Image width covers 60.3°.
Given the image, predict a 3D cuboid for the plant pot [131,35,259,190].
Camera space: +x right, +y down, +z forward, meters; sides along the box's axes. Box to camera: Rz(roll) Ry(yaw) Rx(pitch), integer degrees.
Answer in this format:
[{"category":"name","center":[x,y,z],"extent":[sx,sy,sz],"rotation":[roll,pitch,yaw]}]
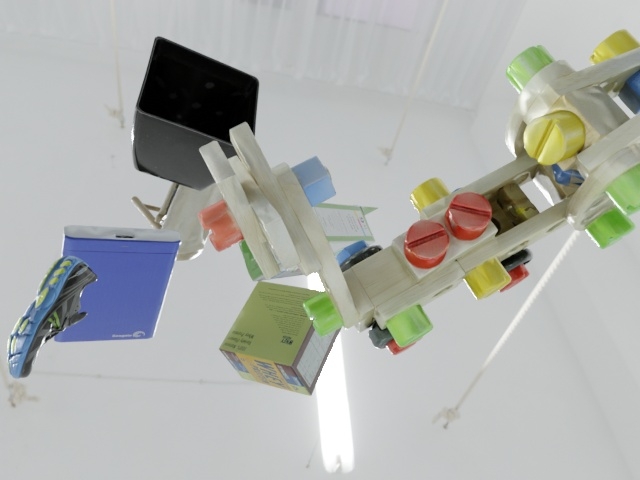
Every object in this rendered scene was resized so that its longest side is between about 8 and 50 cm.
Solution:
[{"category":"plant pot","center":[-0.226,-0.196,0.946],"extent":[0.188,0.167,0.187],"rotation":[17,-129,-23]}]

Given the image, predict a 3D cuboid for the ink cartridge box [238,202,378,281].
[{"category":"ink cartridge box","center":[0.000,0.000,0.756],"extent":[0.209,0.109,0.062],"rotation":[-2,-114,-57]}]

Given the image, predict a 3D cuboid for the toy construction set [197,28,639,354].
[{"category":"toy construction set","center":[0.090,-0.021,0.377],"extent":[0.327,0.215,0.151],"rotation":[-14,-110,-2]}]

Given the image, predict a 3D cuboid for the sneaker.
[{"category":"sneaker","center":[-0.388,0.116,0.804],"extent":[0.067,0.078,0.188],"rotation":[6,-115,44]}]

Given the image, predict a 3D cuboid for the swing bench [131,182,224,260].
[{"category":"swing bench","center":[-0.317,-0.118,1.321],"extent":[0.165,0.253,0.255],"rotation":[13,-153,-38]}]

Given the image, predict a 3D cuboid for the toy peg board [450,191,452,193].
[{"category":"toy peg board","center":[0.339,-0.026,1.330],"extent":[0.161,0.079,0.161],"rotation":[10,-124,14]}]

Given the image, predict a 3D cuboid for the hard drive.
[{"category":"hard drive","center":[-0.427,0.099,1.141],"extent":[0.210,0.319,0.040],"rotation":[3,-135,-28]}]

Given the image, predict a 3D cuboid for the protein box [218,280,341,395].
[{"category":"protein box","center":[-0.086,0.224,1.291],"extent":[0.199,0.136,0.201],"rotation":[6,-130,29]}]
